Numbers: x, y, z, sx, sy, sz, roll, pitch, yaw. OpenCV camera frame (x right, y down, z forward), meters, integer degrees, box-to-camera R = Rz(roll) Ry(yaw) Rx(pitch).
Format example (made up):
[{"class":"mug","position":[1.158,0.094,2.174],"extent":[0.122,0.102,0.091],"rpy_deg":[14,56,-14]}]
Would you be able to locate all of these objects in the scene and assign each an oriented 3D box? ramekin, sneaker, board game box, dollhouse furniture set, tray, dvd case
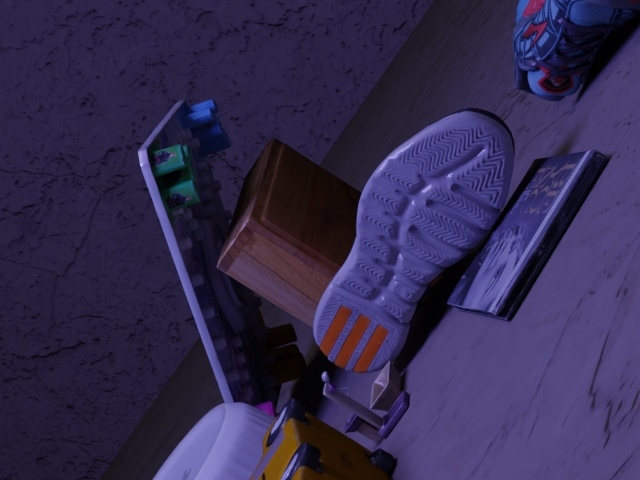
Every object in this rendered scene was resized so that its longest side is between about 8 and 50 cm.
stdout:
[{"class":"ramekin","position":[-0.104,0.285,1.895],"extent":[0.273,0.127,0.273],"rpy_deg":[-52,10,13]},{"class":"sneaker","position":[0.252,-0.196,1.834],"extent":[0.262,0.104,0.125],"rpy_deg":[138,146,-82]},{"class":"board game box","position":[-0.106,0.038,2.240],"extent":[0.050,0.390,0.390],"rpy_deg":[-17,11,6]},{"class":"dollhouse furniture set","position":[0.027,0.152,1.810],"extent":[0.091,0.081,0.114],"rpy_deg":[-56,7,17]},{"class":"tray","position":[0.000,0.000,2.198],"extent":[0.076,0.203,0.411],"rpy_deg":[-56,7,13]},{"class":"sneaker","position":[0.099,-0.029,1.871],"extent":[0.321,0.125,0.180],"rpy_deg":[-56,2,33]},{"class":"dvd case","position":[0.180,-0.006,1.690],"extent":[0.164,0.018,0.221],"rpy_deg":[-58,6,-3]}]

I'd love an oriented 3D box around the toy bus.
[{"class":"toy bus","position":[-0.005,0.233,1.556],"extent":[0.130,0.108,0.332],"rpy_deg":[-59,7,3]}]
